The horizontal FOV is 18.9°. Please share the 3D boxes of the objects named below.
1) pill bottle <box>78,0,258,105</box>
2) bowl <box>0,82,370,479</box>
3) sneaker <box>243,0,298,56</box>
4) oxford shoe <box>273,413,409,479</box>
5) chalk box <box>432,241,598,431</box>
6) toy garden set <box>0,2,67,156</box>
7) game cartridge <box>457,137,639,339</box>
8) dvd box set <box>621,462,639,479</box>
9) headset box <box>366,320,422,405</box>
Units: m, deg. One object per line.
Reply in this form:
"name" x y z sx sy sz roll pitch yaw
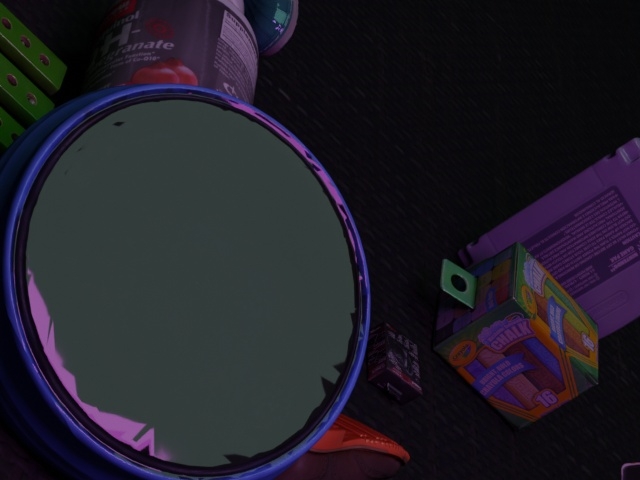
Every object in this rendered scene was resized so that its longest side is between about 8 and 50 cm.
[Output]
"pill bottle" -0.155 -0.157 1.975 0.176 0.176 0.318 42 30 -26
"bowl" -0.126 0.043 1.719 0.391 0.077 0.391 8 74 -30
"sneaker" -0.125 -0.346 2.315 0.121 0.108 0.302 22 34 -46
"oxford shoe" 0.001 0.224 1.931 0.097 0.098 0.271 24 2 32
"chalk box" 0.227 0.101 2.358 0.213 0.132 0.132 45 29 -21
"toy garden set" -0.348 -0.152 1.805 0.204 0.049 0.244 44 30 -25
"game cartridge" 0.335 0.025 2.439 0.060 0.294 0.196 -13 72 -59
"dvd box set" 0.365 0.489 2.018 0.307 0.062 0.420 -76 157 -54
"headset box" 0.084 0.143 2.192 0.062 0.032 0.083 37 34 -32
